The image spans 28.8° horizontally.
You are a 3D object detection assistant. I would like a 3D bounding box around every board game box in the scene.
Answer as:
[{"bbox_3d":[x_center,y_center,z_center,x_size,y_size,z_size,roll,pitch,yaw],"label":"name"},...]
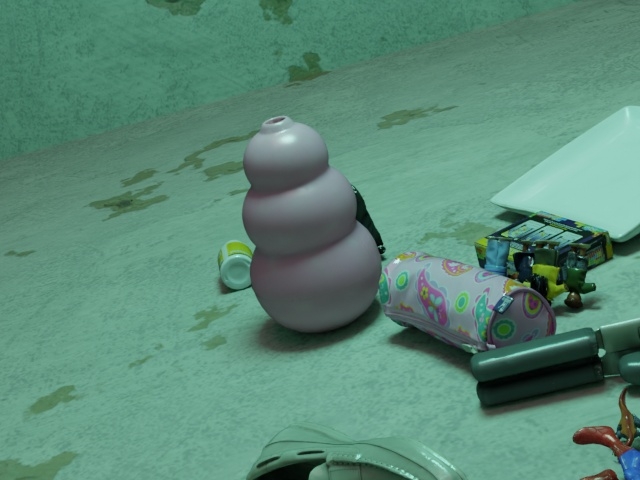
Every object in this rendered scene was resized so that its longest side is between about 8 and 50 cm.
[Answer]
[{"bbox_3d":[0.346,0.014,1.943,0.141,0.048,0.170,-25,22,-20],"label":"board game box"}]

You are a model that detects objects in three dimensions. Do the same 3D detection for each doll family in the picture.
[{"bbox_3d":[0.304,0.055,1.804,0.076,0.111,0.193,7,-2,-40],"label":"doll family"}]

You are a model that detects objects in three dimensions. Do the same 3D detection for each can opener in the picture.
[{"bbox_3d":[0.328,0.150,1.549,0.280,0.074,0.093,-12,21,10],"label":"can opener"}]

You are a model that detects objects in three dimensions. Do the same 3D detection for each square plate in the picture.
[{"bbox_3d":[0.514,-0.112,2.092,0.347,0.049,0.344,-33,24,-18],"label":"square plate"}]

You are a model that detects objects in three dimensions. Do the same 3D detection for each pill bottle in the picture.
[{"bbox_3d":[-0.150,0.038,2.215,0.065,0.065,0.116,-16,20,-2],"label":"pill bottle"}]

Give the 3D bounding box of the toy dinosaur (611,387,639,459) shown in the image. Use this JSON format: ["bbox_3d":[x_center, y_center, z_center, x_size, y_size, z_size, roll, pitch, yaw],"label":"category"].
[{"bbox_3d":[0.338,0.213,1.390,0.047,0.090,0.082,-26,-15,14],"label":"toy dinosaur"}]

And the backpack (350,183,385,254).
[{"bbox_3d":[0.000,0.000,2.126,0.182,0.152,0.115,-33,18,-13],"label":"backpack"}]

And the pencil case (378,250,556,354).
[{"bbox_3d":[0.196,0.095,1.733,0.124,0.124,0.284,-24,23,-24],"label":"pencil case"}]

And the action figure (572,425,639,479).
[{"bbox_3d":[0.295,0.279,1.204,0.139,0.092,0.280,-13,18,-15],"label":"action figure"}]

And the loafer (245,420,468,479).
[{"bbox_3d":[0.040,0.276,1.385,0.111,0.112,0.319,-35,20,-34],"label":"loafer"}]

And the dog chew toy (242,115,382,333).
[{"bbox_3d":[-0.026,-0.029,1.909,0.206,0.332,0.207,-13,19,5],"label":"dog chew toy"}]
